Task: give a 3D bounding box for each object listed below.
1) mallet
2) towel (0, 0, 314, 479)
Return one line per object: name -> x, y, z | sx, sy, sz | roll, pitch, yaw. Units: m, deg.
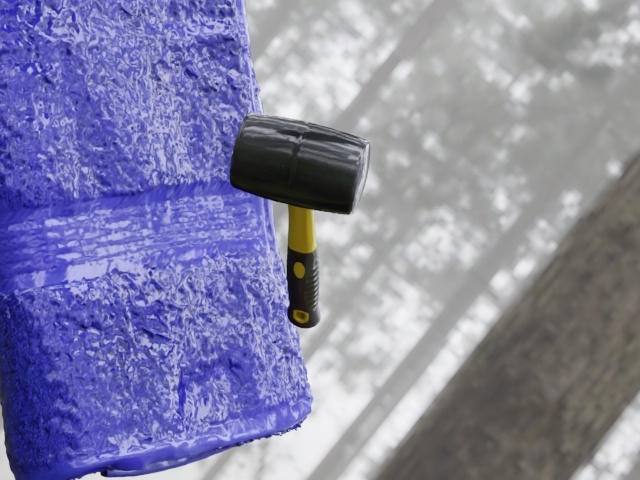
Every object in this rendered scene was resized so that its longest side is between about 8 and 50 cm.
mallet -> 0.000, 0.000, 0.857 | 0.062, 0.039, 0.189 | 10, -27, 13
towel -> -0.100, -0.027, 0.977 | 0.076, 0.308, 0.228 | -13, -2, 36
